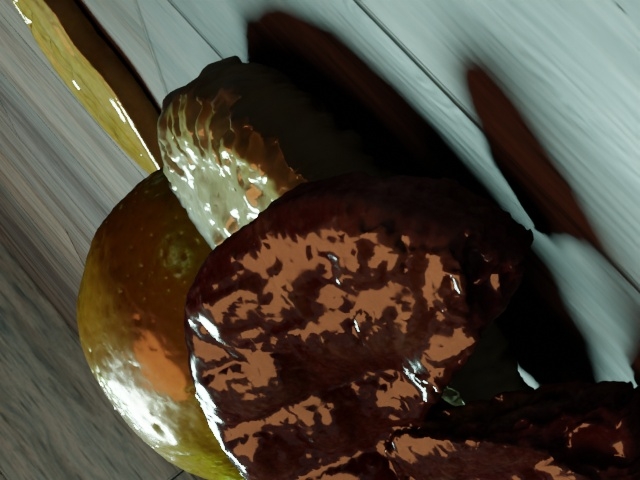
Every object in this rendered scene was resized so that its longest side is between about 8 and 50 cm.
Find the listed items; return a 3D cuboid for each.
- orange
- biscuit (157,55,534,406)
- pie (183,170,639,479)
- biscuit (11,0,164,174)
[{"bbox_3d":[-0.062,0.059,1.232,0.179,0.158,0.237,58,176,30],"label":"orange"},{"bbox_3d":[0.000,0.000,0.998,0.281,0.084,0.179,46,167,31],"label":"biscuit"},{"bbox_3d":[0.040,0.065,0.882,0.204,0.054,0.219,-9,120,31],"label":"pie"},{"bbox_3d":[-0.172,-0.128,1.440,0.221,0.029,0.142,52,169,-2],"label":"biscuit"}]
